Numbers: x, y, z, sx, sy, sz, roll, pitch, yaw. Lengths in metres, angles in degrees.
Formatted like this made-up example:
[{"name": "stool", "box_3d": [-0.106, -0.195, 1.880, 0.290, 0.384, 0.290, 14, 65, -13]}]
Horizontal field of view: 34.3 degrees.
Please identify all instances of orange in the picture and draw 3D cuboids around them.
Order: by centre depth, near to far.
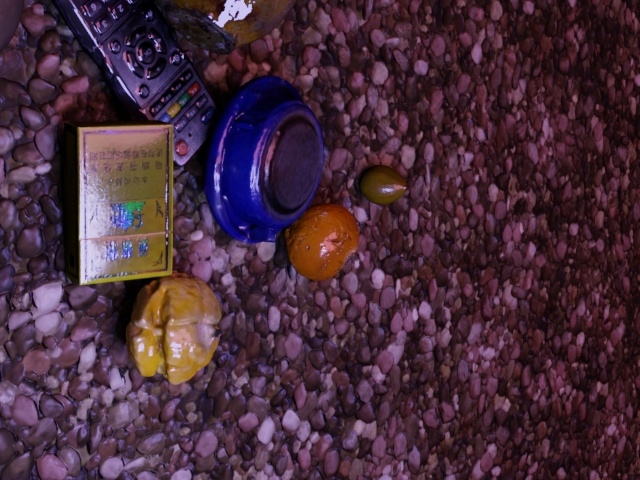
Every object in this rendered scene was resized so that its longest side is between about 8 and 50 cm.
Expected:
[{"name": "orange", "box_3d": [0.001, -0.002, 1.727, 0.117, 0.135, 0.135, 47, 54, 2]}]

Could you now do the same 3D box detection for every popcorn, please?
[{"name": "popcorn", "box_3d": [-0.215, 0.127, 1.498, 0.148, 0.152, 0.167, 60, 40, -31]}]

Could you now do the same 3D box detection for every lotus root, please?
[{"name": "lotus root", "box_3d": [-0.116, -0.435, 1.478, 0.250, 0.250, 0.346, 39, 62, -41]}]

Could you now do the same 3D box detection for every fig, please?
[{"name": "fig", "box_3d": [0.117, -0.099, 1.864, 0.074, 0.088, 0.074, -32, 127, -57]}]

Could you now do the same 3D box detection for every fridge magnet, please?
[{"name": "fridge magnet", "box_3d": [-0.083, -0.124, 1.621, 0.265, 0.112, 0.265, -31, 128, -52]}]

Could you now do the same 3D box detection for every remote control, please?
[{"name": "remote control", "box_3d": [-0.278, -0.282, 1.451, 0.144, 0.062, 0.399, -52, 129, -30]}]

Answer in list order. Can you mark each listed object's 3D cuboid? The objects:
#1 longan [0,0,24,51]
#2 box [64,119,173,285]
[{"name": "longan", "box_3d": [-0.458, -0.298, 1.166, 0.246, 0.215, 0.246, 6, 65, -13]}, {"name": "box", "box_3d": [-0.279, -0.054, 1.435, 0.141, 0.064, 0.220, -7, 105, -33]}]
